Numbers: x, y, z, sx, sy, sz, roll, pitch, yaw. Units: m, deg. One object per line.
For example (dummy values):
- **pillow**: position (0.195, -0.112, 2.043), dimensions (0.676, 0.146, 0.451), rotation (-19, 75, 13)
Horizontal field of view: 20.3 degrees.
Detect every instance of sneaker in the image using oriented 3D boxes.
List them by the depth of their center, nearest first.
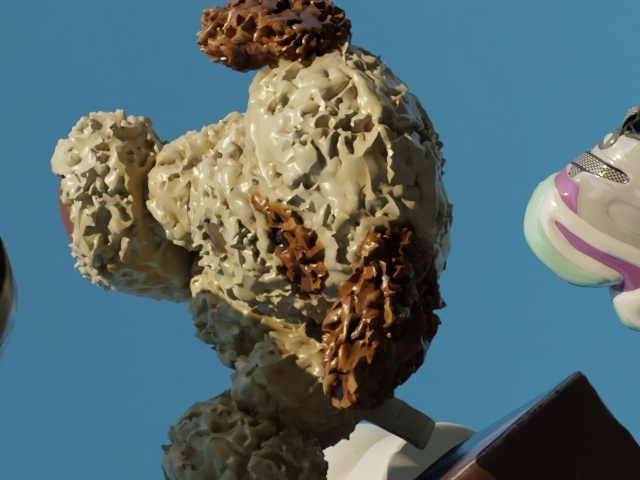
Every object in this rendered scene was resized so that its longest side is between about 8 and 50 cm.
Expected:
- **sneaker**: position (0.111, 0.002, 0.481), dimensions (0.098, 0.069, 0.038), rotation (34, -144, -12)

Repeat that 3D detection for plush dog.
- **plush dog**: position (0.000, 0.000, 0.907), dimensions (0.210, 0.225, 0.262), rotation (-16, -112, -21)

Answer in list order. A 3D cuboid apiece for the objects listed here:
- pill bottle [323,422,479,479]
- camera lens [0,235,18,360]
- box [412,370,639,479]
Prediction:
- **pill bottle**: position (0.004, 0.220, 1.211), dimensions (0.169, 0.301, 0.169), rotation (15, -117, -31)
- **camera lens**: position (-0.277, 0.086, 0.842), dimensions (0.219, 0.219, 0.274), rotation (1, -54, -35)
- **box**: position (0.106, 0.210, 0.906), dimensions (0.167, 0.168, 0.203), rotation (-36, -95, -28)
